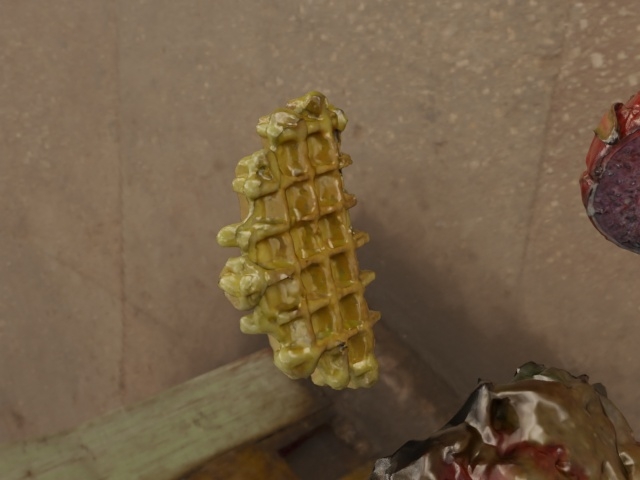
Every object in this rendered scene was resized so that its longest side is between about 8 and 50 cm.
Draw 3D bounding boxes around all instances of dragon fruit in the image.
[{"bbox_3d":[0.379,-0.102,1.004,0.218,0.148,0.223,-28,127,34],"label":"dragon fruit"}]

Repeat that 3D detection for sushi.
[{"bbox_3d":[0.097,0.191,0.480,0.225,0.238,0.219,23,140,14],"label":"sushi"}]

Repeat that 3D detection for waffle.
[{"bbox_3d":[0.000,0.000,0.650,0.046,0.160,0.192,-4,65,43],"label":"waffle"}]
